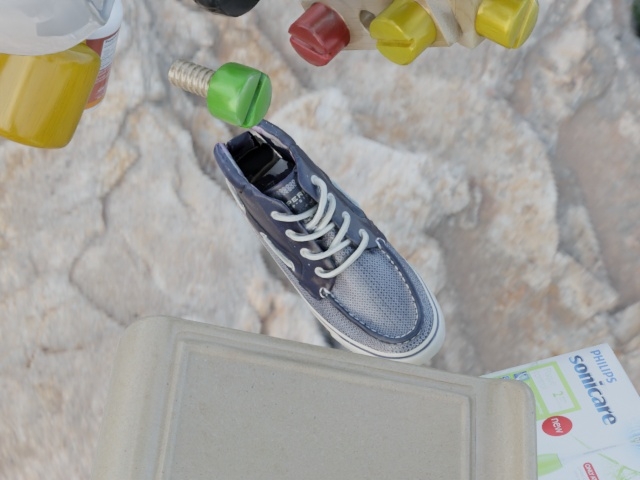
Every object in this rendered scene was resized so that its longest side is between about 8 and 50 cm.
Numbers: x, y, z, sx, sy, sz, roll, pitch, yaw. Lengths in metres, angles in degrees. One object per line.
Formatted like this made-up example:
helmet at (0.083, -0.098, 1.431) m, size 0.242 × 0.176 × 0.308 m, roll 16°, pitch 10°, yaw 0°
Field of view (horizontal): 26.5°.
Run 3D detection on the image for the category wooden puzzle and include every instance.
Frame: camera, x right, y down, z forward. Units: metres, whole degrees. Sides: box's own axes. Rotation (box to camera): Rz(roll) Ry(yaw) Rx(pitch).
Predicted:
wooden puzzle at (-0.005, 0.155, 0.715) m, size 0.238 × 0.044 × 0.221 m, roll 9°, pitch 53°, yaw -5°

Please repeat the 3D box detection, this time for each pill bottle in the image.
pill bottle at (-0.341, -0.289, 1.880) m, size 0.121 × 0.216 × 0.121 m, roll 11°, pitch 44°, yaw -11°

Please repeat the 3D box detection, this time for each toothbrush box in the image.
toothbrush box at (0.189, 0.238, 1.340) m, size 0.283 × 0.122 × 0.206 m, roll -13°, pitch 33°, yaw -2°

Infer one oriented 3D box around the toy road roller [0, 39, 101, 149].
toy road roller at (-0.427, -0.229, 1.681) m, size 0.240 × 0.203 × 0.329 m, roll 37°, pitch 23°, yaw 28°

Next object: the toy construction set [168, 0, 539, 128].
toy construction set at (0.102, -0.202, 0.799) m, size 0.237 × 0.258 × 0.309 m, roll 23°, pitch 31°, yaw 30°

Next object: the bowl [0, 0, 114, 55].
bowl at (-0.110, -0.148, 0.578) m, size 0.053 × 0.142 × 0.142 m, roll 16°, pitch 87°, yaw -1°

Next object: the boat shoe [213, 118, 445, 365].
boat shoe at (0.000, 0.000, 1.537) m, size 0.127 × 0.158 × 0.340 m, roll -44°, pitch 62°, yaw -6°
